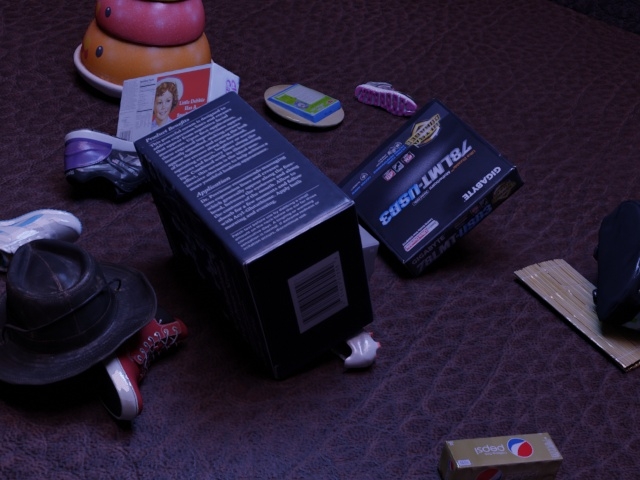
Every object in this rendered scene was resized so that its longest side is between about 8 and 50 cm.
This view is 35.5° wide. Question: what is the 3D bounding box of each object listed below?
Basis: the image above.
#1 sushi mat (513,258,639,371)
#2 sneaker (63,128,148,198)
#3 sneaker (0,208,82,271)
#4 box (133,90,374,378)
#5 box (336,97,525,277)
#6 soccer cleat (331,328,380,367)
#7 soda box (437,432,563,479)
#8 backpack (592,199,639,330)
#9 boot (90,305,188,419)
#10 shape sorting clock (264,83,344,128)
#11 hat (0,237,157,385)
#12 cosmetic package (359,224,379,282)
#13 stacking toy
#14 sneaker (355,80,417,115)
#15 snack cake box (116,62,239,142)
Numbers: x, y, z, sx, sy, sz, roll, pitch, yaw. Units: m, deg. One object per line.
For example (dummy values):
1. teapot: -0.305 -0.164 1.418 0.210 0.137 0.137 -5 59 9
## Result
1. sushi mat: 0.533 0.139 1.977 0.151 0.019 0.316 -12 40 -33
2. sneaker: -0.393 -0.135 2.063 0.283 0.107 0.124 8 68 -28
3. sneaker: -0.540 0.008 1.799 0.228 0.087 0.092 -11 46 -19
4. box: -0.114 -0.018 1.719 0.212 0.294 0.395 -30 47 -17
5. box: 0.217 -0.114 2.058 0.295 0.073 0.293 -41 45 3
6. soccer cleat: 0.032 0.149 1.771 0.076 0.068 0.196 -12 42 -26
7. soda box: 0.278 0.345 1.552 0.181 0.061 0.058 0 35 -17
8. backpack: 0.743 0.076 1.939 0.355 0.273 0.290 29 48 -12
9. boot: -0.279 0.186 1.605 0.176 0.088 0.244 -5 33 -26
10. shape sorting clock: -0.041 -0.333 2.489 0.206 0.040 0.206 10 30 -6
11. hat: -0.427 0.079 1.579 0.331 0.134 0.331 -11 32 7
12. cosmetic package: 0.000 0.000 1.928 0.107 0.127 0.238 -11 37 -31
13. stacking toy: -0.401 -0.599 2.378 0.350 0.480 0.351 8 33 -5
14. sneaker: 0.179 -0.377 2.600 0.170 0.063 0.075 20 40 21
15. snack cake box: -0.303 -0.270 2.104 0.264 0.152 0.089 -2 -14 35
